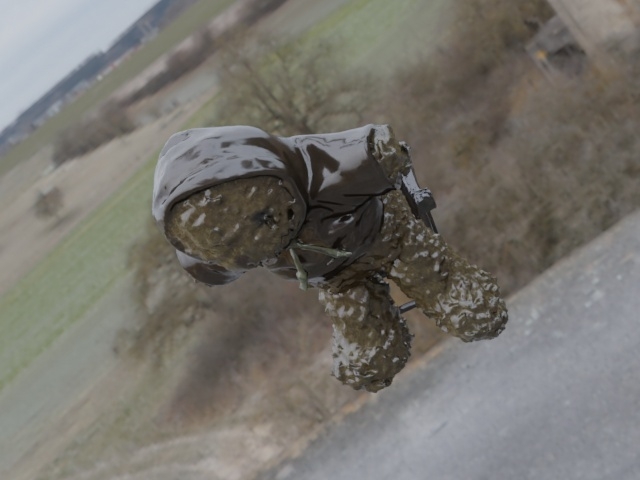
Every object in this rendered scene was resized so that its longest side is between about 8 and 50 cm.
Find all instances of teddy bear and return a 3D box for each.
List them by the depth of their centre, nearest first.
[{"bbox_3d":[0.002,-0.006,0.467,0.119,0.160,0.078,-26,46,34],"label":"teddy bear"}]

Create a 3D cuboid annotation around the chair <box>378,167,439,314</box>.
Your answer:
[{"bbox_3d":[0.032,-0.018,0.907,0.106,0.113,0.229,-24,29,1],"label":"chair"}]
